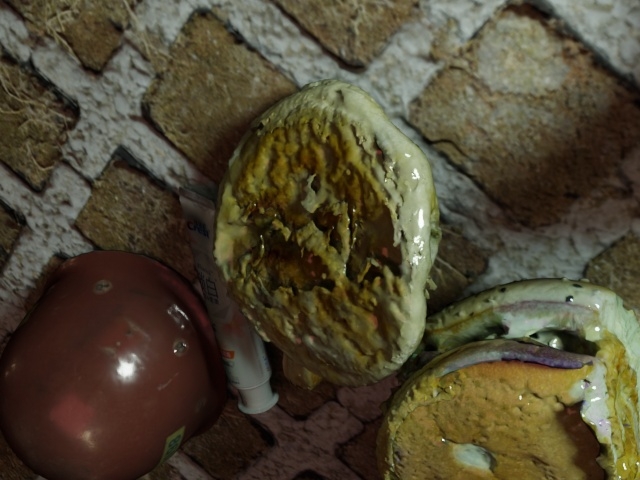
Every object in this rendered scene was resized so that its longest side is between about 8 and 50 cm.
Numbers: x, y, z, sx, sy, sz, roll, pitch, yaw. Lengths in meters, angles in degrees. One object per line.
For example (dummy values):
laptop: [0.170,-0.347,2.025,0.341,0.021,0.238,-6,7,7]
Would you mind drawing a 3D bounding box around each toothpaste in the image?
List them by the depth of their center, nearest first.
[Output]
toothpaste: [-0.120,0.083,1.102,0.100,0.066,0.323,24,135,53]

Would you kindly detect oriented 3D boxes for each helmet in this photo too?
helmet: [-0.329,0.219,1.202,0.337,0.230,0.385,41,132,0]

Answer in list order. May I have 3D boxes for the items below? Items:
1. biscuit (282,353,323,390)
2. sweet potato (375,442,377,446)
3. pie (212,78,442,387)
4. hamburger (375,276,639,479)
biscuit: [-0.019,0.110,1.073,0.056,0.052,0.188,28,132,31]
sweet potato: [0.134,0.315,1.137,0.153,0.038,0.041,44,153,-15]
pie: [0.001,0.000,0.905,0.339,0.077,0.339,17,114,42]
hamburger: [0.206,0.198,0.899,0.277,0.195,0.318,-1,125,24]
